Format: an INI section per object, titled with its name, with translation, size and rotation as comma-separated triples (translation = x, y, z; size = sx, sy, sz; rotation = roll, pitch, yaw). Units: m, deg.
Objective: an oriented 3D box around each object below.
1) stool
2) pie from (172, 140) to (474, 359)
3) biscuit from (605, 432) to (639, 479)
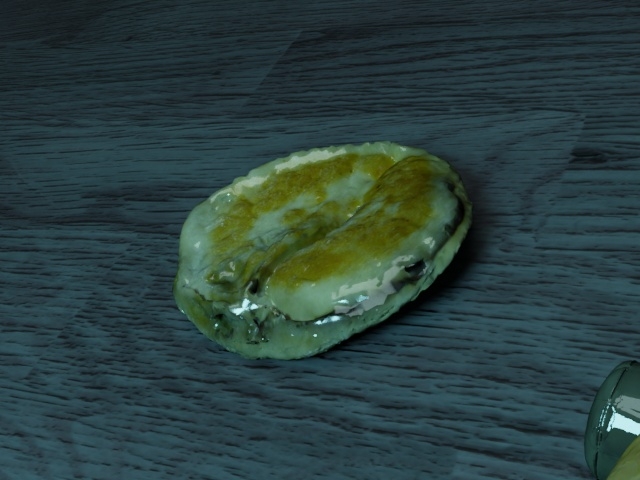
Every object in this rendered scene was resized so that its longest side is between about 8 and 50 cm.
[stool]
translation = 0.252, 0.143, 0.702
size = 0.110, 0.096, 0.096
rotation = 17, 49, 32
[pie]
translation = 0.000, 0.000, 1.029
size = 0.339, 0.077, 0.339
rotation = -16, 34, 11
[biscuit]
translation = 0.332, 0.155, 0.423
size = 0.446, 0.104, 0.429
rotation = -20, 30, -4
